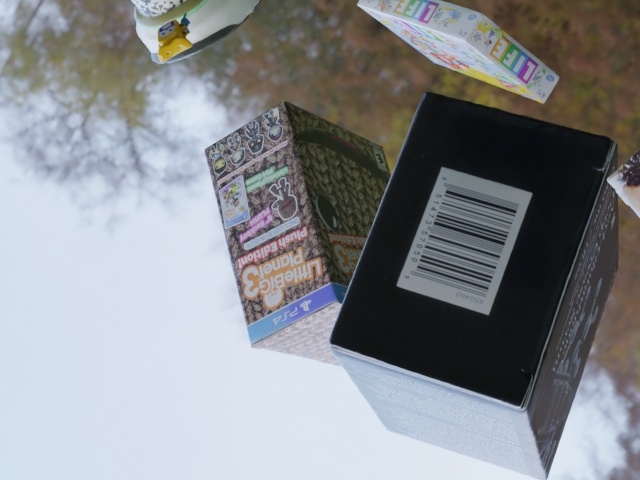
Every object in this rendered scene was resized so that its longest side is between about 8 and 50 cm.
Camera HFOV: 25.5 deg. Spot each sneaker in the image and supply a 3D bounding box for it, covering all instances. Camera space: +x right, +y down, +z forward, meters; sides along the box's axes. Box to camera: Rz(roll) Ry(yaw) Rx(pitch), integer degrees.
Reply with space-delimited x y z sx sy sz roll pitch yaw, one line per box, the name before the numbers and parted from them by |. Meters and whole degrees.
sneaker | -0.105 -0.389 1.479 0.182 0.158 0.410 48 -127 -40

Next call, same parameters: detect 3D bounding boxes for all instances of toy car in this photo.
toy car | -0.072 -0.170 0.855 0.060 0.122 0.040 38 -157 -33

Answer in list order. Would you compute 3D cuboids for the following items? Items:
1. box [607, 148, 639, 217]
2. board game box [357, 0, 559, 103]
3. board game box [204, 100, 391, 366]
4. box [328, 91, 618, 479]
box | 0.350 -0.095 1.154 0.058 0.232 0.087 11 -143 -55
board game box | 0.111 -0.165 1.163 0.103 0.026 0.154 31 180 -37
board game box | 0.000 0.000 1.857 0.232 0.141 0.291 18 -130 -52
box | 0.186 0.067 1.559 0.212 0.293 0.395 17 165 17
